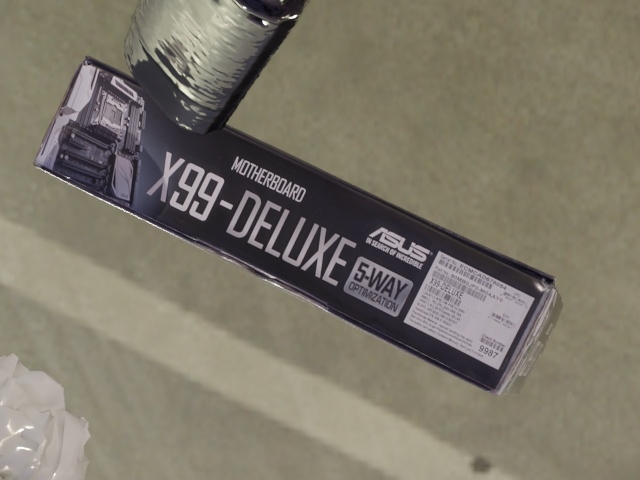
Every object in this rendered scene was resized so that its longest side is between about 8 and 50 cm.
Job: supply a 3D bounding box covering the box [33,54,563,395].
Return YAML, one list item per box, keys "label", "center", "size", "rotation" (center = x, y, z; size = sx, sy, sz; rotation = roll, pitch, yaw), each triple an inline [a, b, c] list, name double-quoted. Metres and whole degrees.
- label: "box"
  center: [0.000, 0.000, 1.116]
  size: [0.307, 0.076, 0.242]
  rotation: [26, 180, 11]

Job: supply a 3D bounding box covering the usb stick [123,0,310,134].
- label: "usb stick"
  center: [-0.052, -0.105, 0.820]
  size: [0.077, 0.045, 0.278]
  rotation: [57, 167, 0]

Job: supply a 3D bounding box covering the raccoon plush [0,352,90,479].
- label: "raccoon plush"
  center: [-0.302, 0.145, 0.543]
  size: [0.216, 0.446, 0.299]
  rotation: [-3, 137, 37]
